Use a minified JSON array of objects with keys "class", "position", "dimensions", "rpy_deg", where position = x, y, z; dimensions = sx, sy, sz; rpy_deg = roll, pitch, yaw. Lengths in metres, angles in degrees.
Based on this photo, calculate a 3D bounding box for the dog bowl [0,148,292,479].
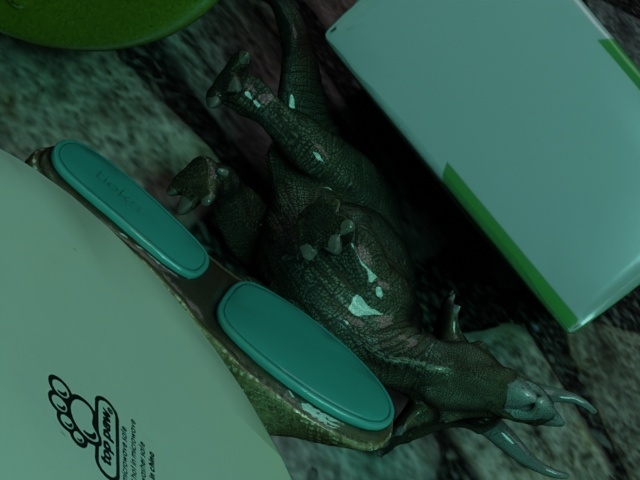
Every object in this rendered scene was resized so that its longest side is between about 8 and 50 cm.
[{"class":"dog bowl","position":[-0.112,0.092,0.652],"dimensions":[0.265,0.104,0.265],"rpy_deg":[48,18,-20]}]

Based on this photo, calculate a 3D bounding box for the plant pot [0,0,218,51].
[{"class":"plant pot","position":[-0.080,-0.287,1.001],"dimensions":[0.366,0.366,0.353],"rpy_deg":[41,41,-11]}]

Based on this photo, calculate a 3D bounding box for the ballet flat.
[{"class":"ballet flat","position":[-0.060,0.039,0.870],"dimensions":[0.206,0.067,0.073],"rpy_deg":[40,25,5]}]

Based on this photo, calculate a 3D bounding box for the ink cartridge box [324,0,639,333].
[{"class":"ink cartridge box","position":[0.119,-0.061,1.084],"dimensions":[0.201,0.117,0.278],"rpy_deg":[51,4,4]}]

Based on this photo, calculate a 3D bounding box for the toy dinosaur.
[{"class":"toy dinosaur","position":[0.000,0.000,0.990],"dimensions":[0.160,0.121,0.313],"rpy_deg":[39,16,-48]}]
